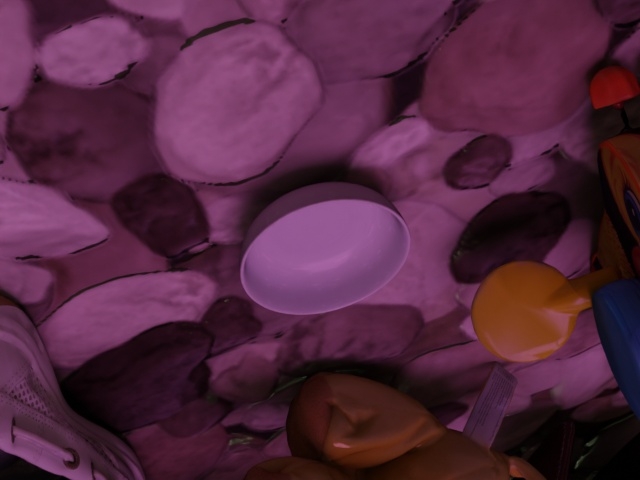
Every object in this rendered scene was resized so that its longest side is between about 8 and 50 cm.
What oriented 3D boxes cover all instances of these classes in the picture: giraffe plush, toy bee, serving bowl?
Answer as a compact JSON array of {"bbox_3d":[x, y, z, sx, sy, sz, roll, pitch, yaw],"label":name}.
[{"bbox_3d":[0.028,0.181,0.636,0.210,0.181,0.170,-33,167,-40],"label":"giraffe plush"},{"bbox_3d":[0.182,-0.004,0.480,0.195,0.162,0.298,-14,167,-18],"label":"toy bee"},{"bbox_3d":[0.000,0.000,0.487,0.083,0.027,0.083,-10,140,-9],"label":"serving bowl"}]

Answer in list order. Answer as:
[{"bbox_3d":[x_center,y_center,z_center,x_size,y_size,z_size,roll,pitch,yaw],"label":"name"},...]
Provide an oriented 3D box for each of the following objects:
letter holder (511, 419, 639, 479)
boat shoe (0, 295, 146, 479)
[{"bbox_3d":[0.193,0.257,0.791,0.152,0.214,0.302,23,131,1],"label":"letter holder"},{"bbox_3d":[-0.156,0.141,0.540,0.098,0.096,0.277,-19,142,-2],"label":"boat shoe"}]
